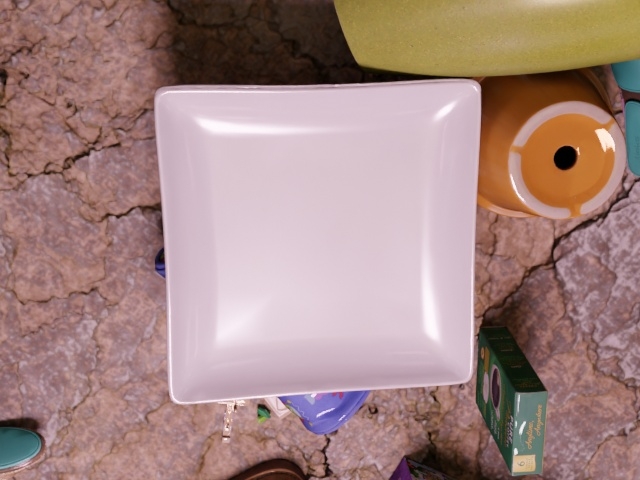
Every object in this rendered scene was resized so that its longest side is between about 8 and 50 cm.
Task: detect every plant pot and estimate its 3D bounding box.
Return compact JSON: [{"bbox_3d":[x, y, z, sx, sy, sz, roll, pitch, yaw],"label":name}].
[{"bbox_3d":[0.248,-0.109,1.133,0.205,0.188,0.205,-2,108,-6],"label":"plant pot"},{"bbox_3d":[0.166,-0.283,1.052,0.293,0.275,0.275,-14,110,16],"label":"plant pot"}]

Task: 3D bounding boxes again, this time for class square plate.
[{"bbox_3d":[0.000,0.000,1.100,0.344,0.049,0.347,-3,105,-9],"label":"square plate"}]

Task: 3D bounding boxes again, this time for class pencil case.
[{"bbox_3d":[-0.057,0.088,1.202,0.133,0.119,0.306,-45,108,-16],"label":"pencil case"}]

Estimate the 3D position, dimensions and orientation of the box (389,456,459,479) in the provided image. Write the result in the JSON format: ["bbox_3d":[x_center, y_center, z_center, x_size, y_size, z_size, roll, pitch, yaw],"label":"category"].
[{"bbox_3d":[0.234,0.401,1.291,0.293,0.201,0.057,26,103,-13],"label":"box"}]

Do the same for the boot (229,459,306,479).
[{"bbox_3d":[-0.152,0.396,1.295,0.305,0.115,0.112,-32,110,6],"label":"boot"}]

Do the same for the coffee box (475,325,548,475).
[{"bbox_3d":[0.230,0.191,1.230,0.040,0.184,0.113,-2,108,-5],"label":"coffee box"}]

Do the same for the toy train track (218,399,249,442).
[{"bbox_3d":[-0.116,0.223,1.294,0.048,0.014,0.083,6,108,-8],"label":"toy train track"}]

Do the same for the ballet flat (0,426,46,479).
[{"bbox_3d":[-0.440,0.279,1.260,0.206,0.073,0.067,-5,136,-2],"label":"ballet flat"}]

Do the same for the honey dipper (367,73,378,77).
[{"bbox_3d":[0.128,-0.225,1.167,0.161,0.030,0.030,-18,109,-2],"label":"honey dipper"}]

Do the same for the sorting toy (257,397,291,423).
[{"bbox_3d":[-0.056,0.198,1.293,0.083,0.012,0.062,-35,107,5],"label":"sorting toy"}]

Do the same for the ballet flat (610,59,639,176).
[{"bbox_3d":[0.392,-0.180,1.194,0.079,0.077,0.221,-24,115,-17],"label":"ballet flat"}]
